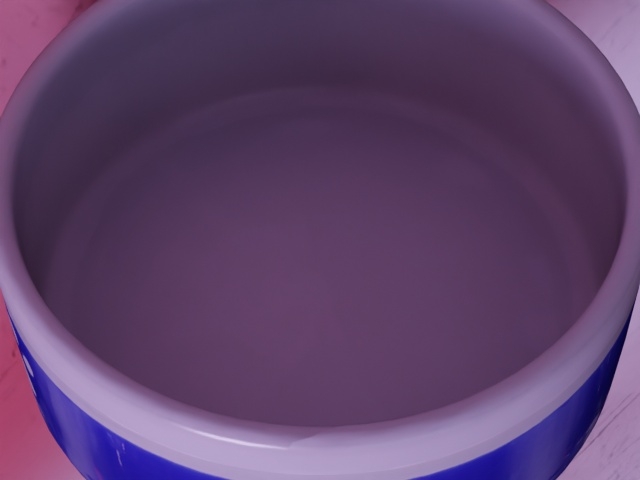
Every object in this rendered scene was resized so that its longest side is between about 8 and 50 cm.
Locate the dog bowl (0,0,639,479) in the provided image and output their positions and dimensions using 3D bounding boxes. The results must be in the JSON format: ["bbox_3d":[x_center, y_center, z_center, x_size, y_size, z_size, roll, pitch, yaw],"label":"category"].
[{"bbox_3d":[0.000,0.000,0.761,0.265,0.265,0.104,-18,144,-13],"label":"dog bowl"}]
